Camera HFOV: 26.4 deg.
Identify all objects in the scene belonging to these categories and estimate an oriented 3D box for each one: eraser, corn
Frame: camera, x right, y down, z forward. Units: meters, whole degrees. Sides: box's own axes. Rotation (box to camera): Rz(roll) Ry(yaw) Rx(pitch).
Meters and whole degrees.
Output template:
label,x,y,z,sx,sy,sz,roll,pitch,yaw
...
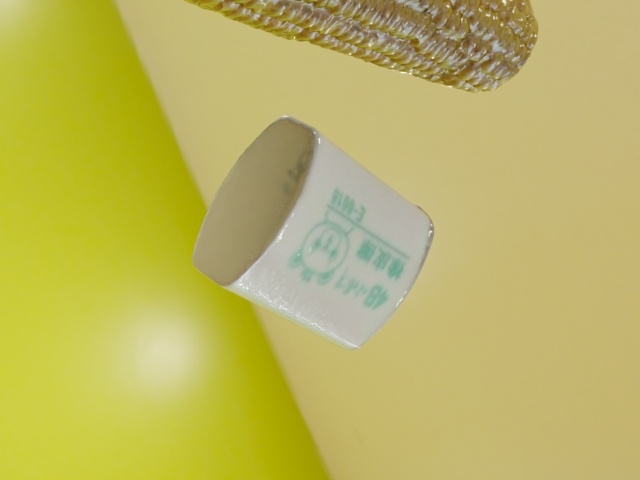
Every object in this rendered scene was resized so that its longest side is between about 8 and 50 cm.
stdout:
label,x,y,z,sx,sy,sz,roll,pitch,yaw
eraser,0.000,0.000,1.485,0.104,0.189,0.290,36,2,34
corn,0.017,-0.193,1.002,0.120,0.363,0.120,-18,-114,46
